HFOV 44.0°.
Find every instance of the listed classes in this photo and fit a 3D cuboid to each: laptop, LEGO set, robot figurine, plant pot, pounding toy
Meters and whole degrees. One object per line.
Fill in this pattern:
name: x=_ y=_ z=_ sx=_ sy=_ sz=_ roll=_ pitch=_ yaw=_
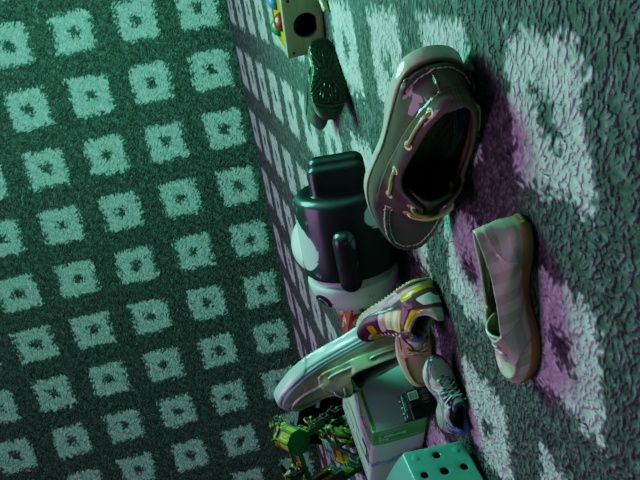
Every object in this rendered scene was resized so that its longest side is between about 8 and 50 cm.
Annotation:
laptop: x=0.007 y=0.430 z=2.155 sx=0.136 sy=0.264 sz=0.235 roll=-1 pitch=75 yaw=47
LEGO set: x=0.005 y=0.478 z=1.941 sx=0.192 sy=0.331 sz=0.255 roll=5 pitch=125 yaw=57
robot figurine: x=0.043 y=-0.012 z=1.403 sx=0.173 sy=0.209 sz=0.278 roll=8 pitch=117 yaw=39
plant pot: x=0.191 y=0.451 z=1.280 sx=0.165 sy=0.165 sz=0.234 roll=-116 pitch=23 yaw=-54
pounding toy: x=-0.051 y=-0.472 z=1.559 sx=0.181 sy=0.094 sz=0.206 roll=-115 pitch=14 yaw=-51

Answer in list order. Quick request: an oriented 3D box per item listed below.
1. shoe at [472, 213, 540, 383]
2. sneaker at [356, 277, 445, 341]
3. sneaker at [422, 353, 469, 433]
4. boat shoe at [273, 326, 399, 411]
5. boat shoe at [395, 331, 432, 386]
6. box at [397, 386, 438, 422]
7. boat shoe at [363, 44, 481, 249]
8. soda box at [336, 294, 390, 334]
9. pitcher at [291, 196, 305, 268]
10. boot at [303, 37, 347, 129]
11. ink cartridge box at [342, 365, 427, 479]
shoe: x=0.206 y=0.072 z=0.898 sx=0.076 sy=0.058 sz=0.219 roll=-120 pitch=18 yaw=-61
sneaker: x=0.125 y=0.135 z=1.276 sx=0.185 sy=0.069 sz=0.084 roll=-47 pitch=55 yaw=44
sneaker: x=0.203 y=0.241 z=1.237 sx=0.058 sy=0.052 sz=0.135 roll=9 pitch=120 yaw=70
boat shoe: x=0.043 y=0.243 z=1.484 sx=0.109 sy=0.302 sz=0.094 roll=31 pitch=-154 yaw=-54
boat shoe: x=0.157 y=0.168 z=1.337 sx=0.059 sy=0.062 sz=0.170 roll=-167 pitch=64 yaw=-87
box: x=0.176 y=0.286 z=1.397 sx=0.083 sy=0.062 sz=0.052 roll=105 pitch=149 yaw=-72
boat shoe: x=0.127 y=-0.085 z=0.988 sx=0.324 sy=0.116 sz=0.097 roll=97 pitch=161 yaw=-51
soda box: x=0.085 y=0.110 z=1.633 sx=0.263 sy=0.083 sz=0.092 roll=97 pitch=158 yaw=-64
pitcher: x=0.000 y=0.000 z=1.947 sx=0.178 sy=0.125 sz=0.207 roll=57 pitch=-165 yaw=-37
boot: x=0.000 y=-0.281 z=1.599 sx=0.208 sy=0.075 sz=0.190 roll=113 pitch=157 yaw=-65
ink cartridge box: x=0.126 y=0.351 z=1.634 sx=0.278 sy=0.117 sz=0.201 roll=87 pitch=166 yaw=-53
